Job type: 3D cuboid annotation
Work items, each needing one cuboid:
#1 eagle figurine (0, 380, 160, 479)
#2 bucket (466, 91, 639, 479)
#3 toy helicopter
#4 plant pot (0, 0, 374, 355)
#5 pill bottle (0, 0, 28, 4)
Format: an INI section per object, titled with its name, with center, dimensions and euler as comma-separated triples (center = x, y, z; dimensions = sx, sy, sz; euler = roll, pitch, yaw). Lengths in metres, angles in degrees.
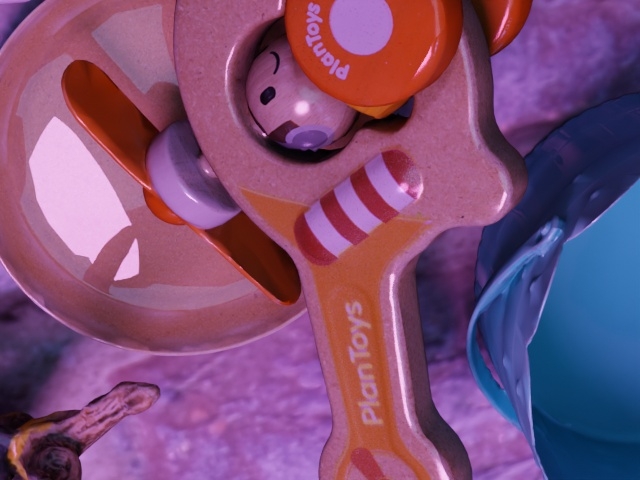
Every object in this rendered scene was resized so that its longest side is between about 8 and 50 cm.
[eagle figurine]
center = -0.274, 0.071, 0.893
dimensions = 0.298, 0.225, 0.226
euler = 23, 113, -26
[bucket]
center = 0.222, 0.049, 0.957
dimensions = 0.281, 0.183, 0.281
euler = -2, 107, -7
[toy helicopter]
center = 0.000, 0.000, 0.887
dimensions = 0.235, 0.140, 0.355
euler = -4, 104, 26
[plant pot]
center = -0.080, -0.049, 0.960
dimensions = 0.236, 0.032, 0.236
euler = -2, 108, -7
[pill bottle]
center = -0.281, -0.172, 0.825
dimensions = 0.265, 0.153, 0.153
euler = -4, 108, -7
